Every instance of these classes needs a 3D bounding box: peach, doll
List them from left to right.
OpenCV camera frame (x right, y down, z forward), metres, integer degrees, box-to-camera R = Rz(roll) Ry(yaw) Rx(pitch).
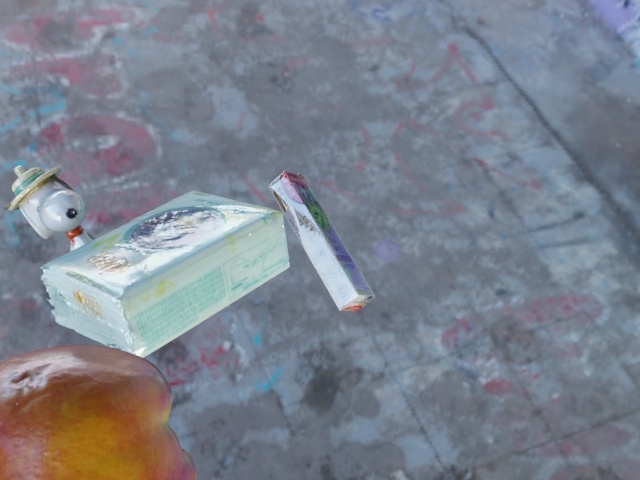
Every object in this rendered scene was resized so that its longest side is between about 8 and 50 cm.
[{"bbox_3d":[-0.537,-0.021,2.038,0.144,0.271,0.208,-39,49,-20],"label":"doll"},{"bbox_3d":[-0.240,0.214,0.912,0.243,0.199,0.243,-1,45,1],"label":"peach"}]

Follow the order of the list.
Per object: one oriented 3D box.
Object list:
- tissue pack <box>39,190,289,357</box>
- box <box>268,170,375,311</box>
[{"bbox_3d":[-0.293,0.051,1.874,0.287,0.162,0.388,14,35,43],"label":"tissue pack"},{"bbox_3d":[0.000,0.000,1.375,0.055,0.039,0.218,6,49,-59],"label":"box"}]
